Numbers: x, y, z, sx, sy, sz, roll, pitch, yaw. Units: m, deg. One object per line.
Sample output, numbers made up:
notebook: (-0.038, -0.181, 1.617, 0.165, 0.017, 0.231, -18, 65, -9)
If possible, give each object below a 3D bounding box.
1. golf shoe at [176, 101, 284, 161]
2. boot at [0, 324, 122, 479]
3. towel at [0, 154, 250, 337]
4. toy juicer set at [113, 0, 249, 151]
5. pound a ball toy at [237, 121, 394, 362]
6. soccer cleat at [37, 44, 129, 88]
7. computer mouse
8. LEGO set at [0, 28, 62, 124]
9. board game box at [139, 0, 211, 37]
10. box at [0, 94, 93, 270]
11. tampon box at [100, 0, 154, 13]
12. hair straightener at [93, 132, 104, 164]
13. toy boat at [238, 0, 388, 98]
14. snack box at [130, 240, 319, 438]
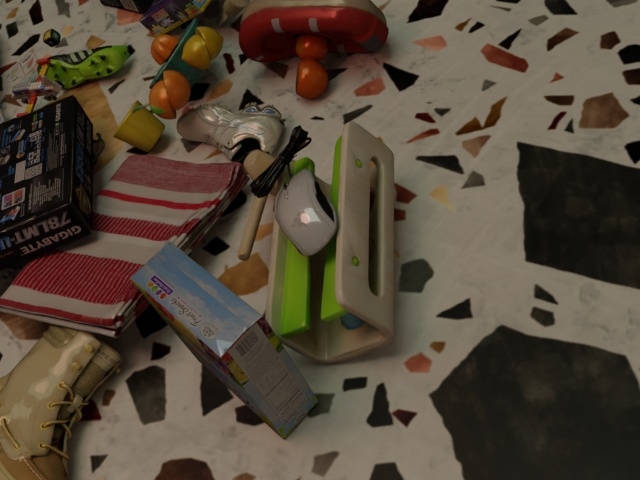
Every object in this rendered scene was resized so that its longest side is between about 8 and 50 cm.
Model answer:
golf shoe: (-0.144, -0.159, 1.333, 0.176, 0.069, 0.086, -2, 61, 21)
boot: (-0.323, 0.220, 1.108, 0.203, 0.095, 0.262, -46, 49, -16)
towel: (-0.276, -0.009, 1.234, 0.237, 0.037, 0.329, 6, 45, 31)
toy juicer set: (-0.212, -0.306, 1.385, 0.209, 0.089, 0.329, -29, 31, 58)
pound a ball toy: (0.000, 0.000, 1.140, 0.208, 0.136, 0.319, -26, 45, 35)
soccer cleat: (-0.418, -0.310, 1.559, 0.179, 0.060, 0.072, -4, 29, 23)
computer mouse: (-0.031, -0.057, 1.068, 0.106, 0.042, 0.193, -45, 38, 14)
LEGO set: (-0.532, -0.257, 1.518, 0.244, 0.060, 0.182, -43, 50, 10)
board game box: (-0.227, -0.436, 1.529, 0.170, 0.048, 0.141, -7, 46, 53)
box: (-0.489, -0.069, 1.324, 0.293, 0.073, 0.295, -23, 42, 4)
tampon box: (-0.347, -0.524, 1.651, 0.120, 0.101, 0.161, 21, 64, 31)
hair straightener: (-0.391, -0.083, 1.392, 0.089, 0.047, 0.230, 5, 53, 24)
toy boat: (-0.016, -0.293, 1.352, 0.231, 0.151, 0.151, 5, 87, 24)
snack box: (-0.107, 0.118, 1.022, 0.070, 0.207, 0.174, -45, 52, -14)
